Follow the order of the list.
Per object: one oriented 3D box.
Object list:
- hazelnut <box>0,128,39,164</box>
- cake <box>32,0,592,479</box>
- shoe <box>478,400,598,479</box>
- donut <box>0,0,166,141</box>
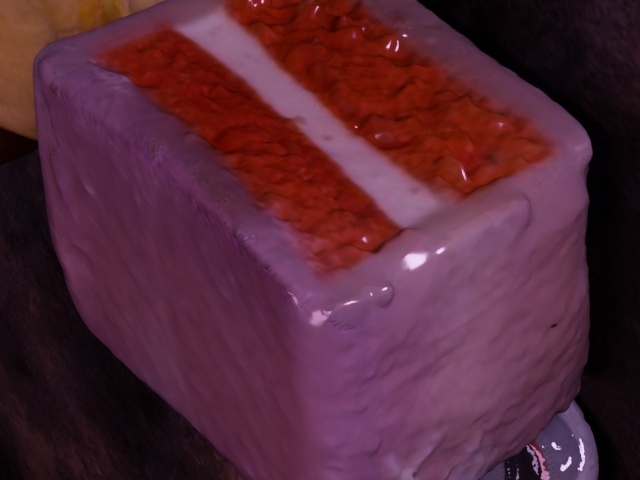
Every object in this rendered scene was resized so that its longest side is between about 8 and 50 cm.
[{"bbox_3d":[-0.326,-0.142,1.707,0.208,0.208,0.208,45,152,33],"label":"hazelnut"},{"bbox_3d":[0.000,0.000,1.116,0.309,0.237,0.230,42,150,35],"label":"cake"},{"bbox_3d":[0.066,0.126,1.215,0.228,0.125,0.099,19,118,33],"label":"shoe"},{"bbox_3d":[-0.225,-0.254,1.339,0.449,0.198,0.449,46,152,33],"label":"donut"}]
